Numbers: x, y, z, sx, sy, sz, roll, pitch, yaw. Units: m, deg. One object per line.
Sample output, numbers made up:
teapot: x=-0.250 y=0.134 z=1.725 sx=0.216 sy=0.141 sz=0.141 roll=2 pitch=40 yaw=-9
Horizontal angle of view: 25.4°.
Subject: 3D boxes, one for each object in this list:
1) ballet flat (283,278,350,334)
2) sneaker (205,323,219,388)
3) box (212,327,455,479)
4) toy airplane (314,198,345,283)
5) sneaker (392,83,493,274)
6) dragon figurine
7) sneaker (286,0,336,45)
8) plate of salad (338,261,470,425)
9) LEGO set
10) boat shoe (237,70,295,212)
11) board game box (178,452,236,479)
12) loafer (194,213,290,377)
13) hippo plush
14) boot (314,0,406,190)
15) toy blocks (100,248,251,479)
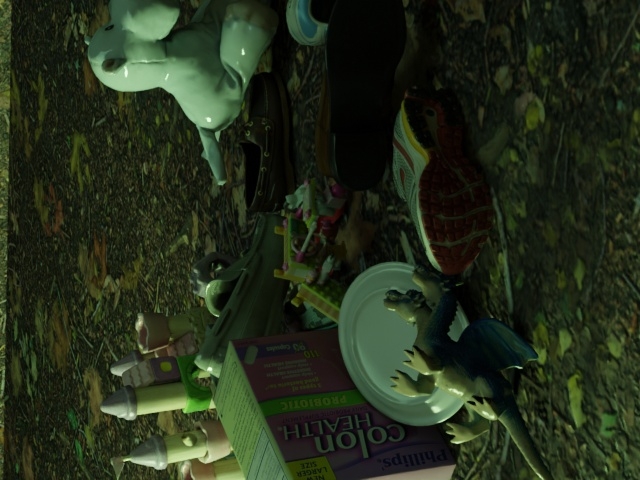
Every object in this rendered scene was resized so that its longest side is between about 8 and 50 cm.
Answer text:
ballet flat: x=-0.005 y=0.087 z=1.922 sx=0.079 sy=0.077 sz=0.221 roll=59 pitch=156 yaw=1
sneaker: x=-0.060 y=0.202 z=2.005 sx=0.319 sy=0.131 sz=0.112 roll=41 pitch=139 yaw=53
box: x=0.011 y=0.235 z=1.756 sx=0.243 sy=0.214 sz=0.117 roll=-117 pitch=33 yaw=-40
toy airplane: x=0.000 y=0.000 z=1.956 sx=0.151 sy=0.028 sz=0.151 roll=20 pitch=112 yaw=62
sneaker: x=0.132 y=-0.061 z=1.604 sx=0.092 sy=0.088 sz=0.225 roll=118 pitch=149 yaw=-57
dragon figurine: x=0.174 y=0.139 z=1.526 sx=0.289 sy=0.144 sz=0.085 roll=36 pitch=136 yaw=16
sneaker: x=0.001 y=-0.370 z=1.832 sx=0.086 sy=0.085 sz=0.237 roll=-1 pitch=91 yaw=39
plate of salad: x=0.105 y=0.121 z=1.678 sx=0.200 sy=0.048 sz=0.199 roll=11 pitch=108 yaw=38
LEGO set: x=0.024 y=0.021 z=1.779 sx=0.287 sy=0.132 sz=0.107 roll=62 pitch=143 yaw=36
boat shoe: x=-0.083 y=-0.143 z=2.058 sx=0.073 sy=0.073 sz=0.207 roll=162 pitch=103 yaw=-68
board game box: x=-0.164 y=0.429 z=2.316 sx=0.026 sy=0.103 sz=0.154 roll=132 pitch=128 yaw=-58
loafer: x=-0.101 y=0.069 z=1.953 sx=0.319 sy=0.111 sz=0.112 roll=-81 pitch=7 yaw=-53
hippo plush: x=-0.220 y=-0.278 z=2.061 sx=0.234 sy=0.237 sz=0.294 roll=-123 pitch=51 yaw=-64
boot: x=0.043 y=-0.197 z=1.755 sx=0.280 sy=0.096 sz=0.264 roll=-122 pitch=28 yaw=-80
toy blocks: x=-0.222 y=0.216 z=2.211 sx=0.309 sy=0.260 sz=0.288 roll=115 pitch=142 yaw=-48
